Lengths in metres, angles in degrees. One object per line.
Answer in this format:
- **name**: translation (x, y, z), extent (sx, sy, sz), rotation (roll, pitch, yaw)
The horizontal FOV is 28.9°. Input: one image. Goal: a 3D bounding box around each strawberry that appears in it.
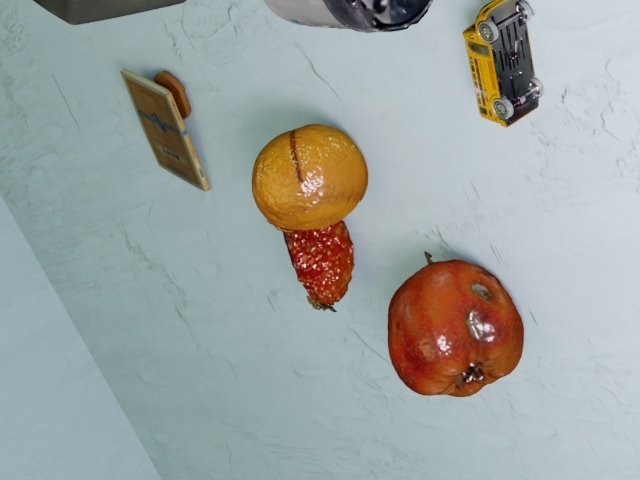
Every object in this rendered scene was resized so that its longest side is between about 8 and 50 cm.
- **strawberry**: translation (0.000, 0.002, 2.141), extent (0.175, 0.107, 0.236), rotation (-93, -16, -69)

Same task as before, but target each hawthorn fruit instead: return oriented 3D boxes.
- **hawthorn fruit**: translation (0.190, 0.106, 1.866), extent (0.207, 0.207, 0.243), rotation (101, 158, -52)

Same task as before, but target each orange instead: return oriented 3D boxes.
- **orange**: translation (-0.019, -0.102, 1.966), extent (0.193, 0.193, 0.161), rotation (-38, 71, 62)

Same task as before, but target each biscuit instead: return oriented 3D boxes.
- **biscuit**: translation (-0.286, -0.273, 2.385), extent (0.102, 0.019, 0.130), rotation (52, 153, 3)

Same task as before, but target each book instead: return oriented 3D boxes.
- **book**: translation (-0.306, -0.216, 2.445), extent (0.170, 0.018, 0.241), rotation (29, 148, 43)

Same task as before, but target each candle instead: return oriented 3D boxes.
- **candle**: translation (0.008, -0.370, 1.652), extent (0.330, 0.187, 0.187), rotation (16, 131, 52)

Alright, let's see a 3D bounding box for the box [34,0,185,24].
- **box**: translation (-0.345, -0.468, 2.007), extent (0.220, 0.290, 0.166), rotation (36, 131, 35)

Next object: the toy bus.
- **toy bus**: translation (0.226, -0.230, 1.567), extent (0.074, 0.070, 0.162), rotation (25, 140, 48)
